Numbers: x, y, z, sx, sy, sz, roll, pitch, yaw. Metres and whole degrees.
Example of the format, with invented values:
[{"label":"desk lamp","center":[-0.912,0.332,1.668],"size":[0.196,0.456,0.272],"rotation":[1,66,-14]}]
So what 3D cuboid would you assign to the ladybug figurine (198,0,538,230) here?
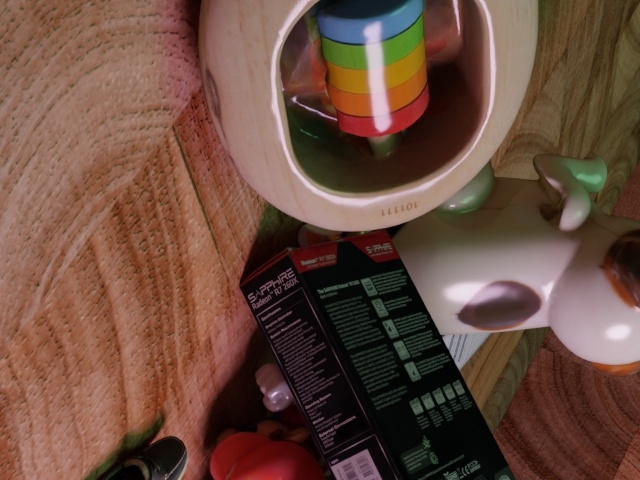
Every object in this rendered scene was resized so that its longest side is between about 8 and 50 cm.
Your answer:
[{"label":"ladybug figurine","center":[0.036,-0.195,1.122],"size":[0.449,0.305,0.162],"rotation":[86,-11,-50]}]

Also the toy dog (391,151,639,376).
[{"label":"toy dog","center":[0.306,0.028,1.754],"size":[0.395,0.408,0.284],"rotation":[-55,156,-50]}]

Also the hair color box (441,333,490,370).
[{"label":"hair color box","center":[0.209,0.142,2.130],"size":[0.347,0.105,0.174],"rotation":[-39,147,-52]}]

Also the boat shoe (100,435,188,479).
[{"label":"boat shoe","center":[-0.189,0.251,1.309],"size":[0.152,0.056,0.049],"rotation":[-43,155,-47]}]

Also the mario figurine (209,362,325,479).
[{"label":"mario figurine","center":[-0.061,0.236,1.590],"size":[0.198,0.170,0.320],"rotation":[69,22,-12]}]

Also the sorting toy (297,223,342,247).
[{"label":"sorting toy","center":[0.000,0.000,1.548],"size":[0.083,0.045,0.075],"rotation":[-41,168,-49]}]

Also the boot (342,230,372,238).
[{"label":"boot","center":[0.048,0.066,1.691],"size":[0.197,0.073,0.152],"rotation":[50,60,-73]}]

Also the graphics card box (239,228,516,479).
[{"label":"graphics card box","center":[0.075,0.177,1.454],"size":[0.094,0.371,0.233],"rotation":[-34,168,30]}]

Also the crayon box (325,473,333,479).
[{"label":"crayon box","center":[0.004,0.386,1.605],"size":[0.363,0.106,0.313],"rotation":[-33,177,31]}]
